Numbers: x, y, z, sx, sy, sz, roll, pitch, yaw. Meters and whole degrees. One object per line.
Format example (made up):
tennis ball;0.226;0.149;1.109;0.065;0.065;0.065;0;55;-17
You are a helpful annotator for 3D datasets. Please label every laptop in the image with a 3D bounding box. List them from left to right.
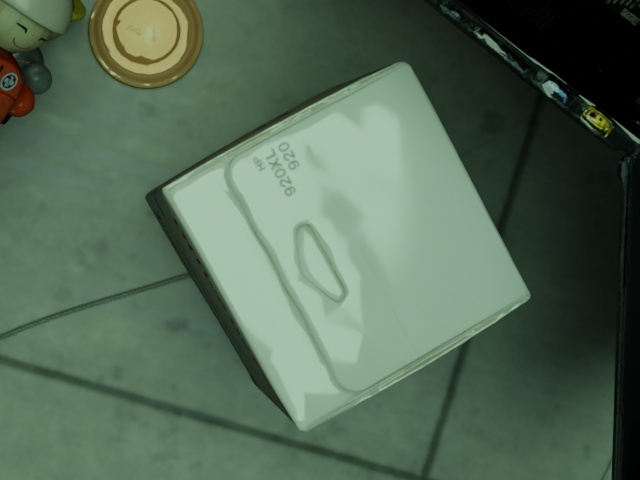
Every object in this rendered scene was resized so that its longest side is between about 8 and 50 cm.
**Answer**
laptop;0.155;-0.090;0.877;0.408;0.382;0.236;39;128;7

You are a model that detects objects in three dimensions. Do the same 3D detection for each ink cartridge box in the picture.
ink cartridge box;0.000;0.000;0.890;0.168;0.233;0.171;-30;97;-8

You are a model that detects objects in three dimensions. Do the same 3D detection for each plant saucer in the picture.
plant saucer;-0.127;-0.153;0.974;0.083;0.013;0.083;0;91;-10

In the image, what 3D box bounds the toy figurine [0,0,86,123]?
toy figurine;-0.260;-0.159;0.851;0.213;0.209;0.148;35;97;-9
